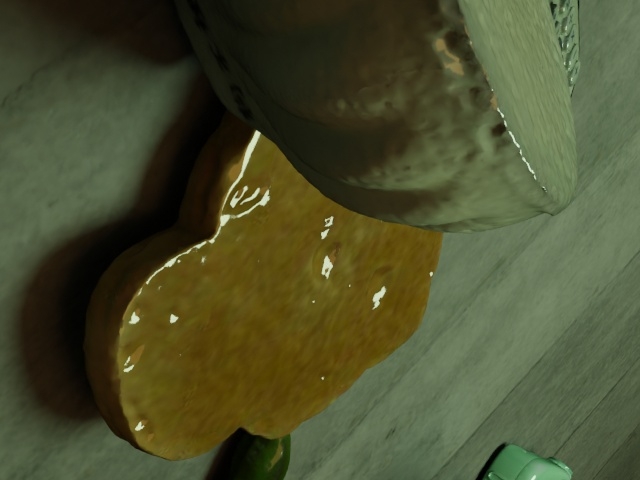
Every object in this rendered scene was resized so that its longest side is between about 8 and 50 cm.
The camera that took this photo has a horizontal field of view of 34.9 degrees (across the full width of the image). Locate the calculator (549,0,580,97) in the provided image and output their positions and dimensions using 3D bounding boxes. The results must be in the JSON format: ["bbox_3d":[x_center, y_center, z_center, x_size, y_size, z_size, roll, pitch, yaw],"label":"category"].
[{"bbox_3d":[0.155,-0.139,0.749,0.177,0.040,0.268,-64,149,-22],"label":"calculator"}]

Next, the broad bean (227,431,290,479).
[{"bbox_3d":[-0.081,0.234,0.791,0.065,0.046,0.254,24,96,-50],"label":"broad bean"}]

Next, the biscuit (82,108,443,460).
[{"bbox_3d":[-0.003,-0.002,0.688,0.376,0.051,0.269,-32,136,-36],"label":"biscuit"}]

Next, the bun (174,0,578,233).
[{"bbox_3d":[0.012,-0.118,0.507,0.263,0.175,0.263,45,37,-48],"label":"bun"}]

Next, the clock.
[{"bbox_3d":[0.250,0.339,1.284,0.159,0.066,0.211,-60,147,4],"label":"clock"}]
